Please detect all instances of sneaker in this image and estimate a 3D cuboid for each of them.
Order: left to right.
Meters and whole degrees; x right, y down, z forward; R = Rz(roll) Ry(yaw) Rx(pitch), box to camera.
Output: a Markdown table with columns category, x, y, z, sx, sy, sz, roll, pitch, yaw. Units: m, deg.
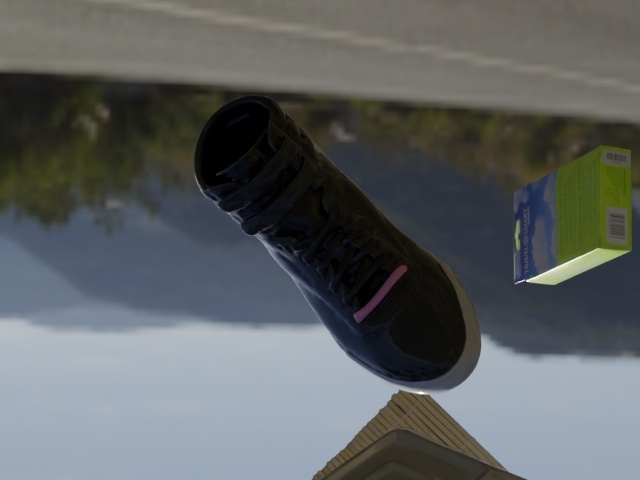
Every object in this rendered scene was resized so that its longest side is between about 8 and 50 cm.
| category | x | y | z | sx | sy | sz | roll | pitch | yaw |
| --- | --- | --- | --- | --- | --- | --- | --- | --- | --- |
| sneaker | 0.000 | 0.000 | 1.470 | 0.147 | 0.104 | 0.295 | 36 | -169 | -50 |

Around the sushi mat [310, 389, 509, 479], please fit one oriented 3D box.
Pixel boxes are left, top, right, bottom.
| category | x | y | z | sx | sy | sz | roll | pitch | yaw |
| --- | --- | --- | --- | --- | --- | --- | --- | --- | --- |
| sushi mat | 0.139 | 0.285 | 1.852 | 0.316 | 0.151 | 0.019 | 43 | -178 | 28 |

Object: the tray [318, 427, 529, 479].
| category | x | y | z | sx | sy | sz | roll | pitch | yaw |
| --- | --- | --- | --- | --- | --- | --- | --- | --- | --- |
| tray | 0.009 | 0.199 | 1.274 | 0.270 | 0.030 | 0.145 | -31 | -145 | -33 |

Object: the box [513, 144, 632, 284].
| category | x | y | z | sx | sy | sz | roll | pitch | yaw |
| --- | --- | --- | --- | --- | --- | --- | --- | --- | --- |
| box | 0.256 | -0.021 | 1.998 | 0.042 | 0.109 | 0.178 | 8 | 164 | -21 |
